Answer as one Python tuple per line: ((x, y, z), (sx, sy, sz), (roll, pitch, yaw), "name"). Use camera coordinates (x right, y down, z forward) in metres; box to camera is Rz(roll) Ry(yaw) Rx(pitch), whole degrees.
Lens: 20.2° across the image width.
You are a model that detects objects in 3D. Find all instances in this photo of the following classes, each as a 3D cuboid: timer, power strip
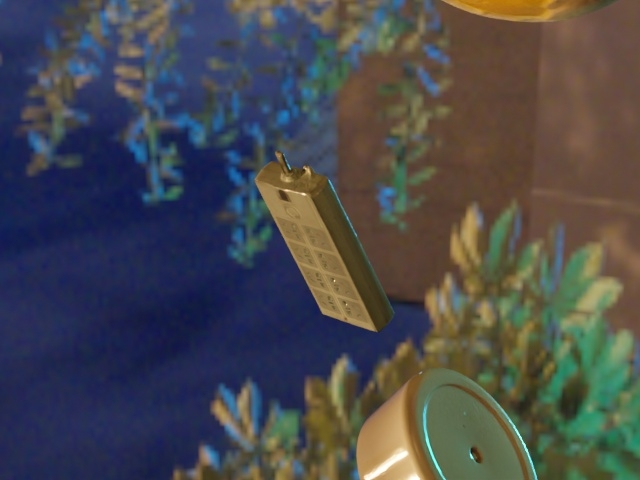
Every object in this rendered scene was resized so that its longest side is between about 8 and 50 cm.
((0.045, 0.250, 1.627), (0.266, 0.175, 0.175), (-36, -166, 32), "timer")
((0.000, 0.000, 1.031), (0.051, 0.136, 0.019), (20, -122, 41), "power strip")

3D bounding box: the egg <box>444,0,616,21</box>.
((0.175, -0.315, 1.451), (0.283, 0.283, 0.345), (16, -177, 25), "egg")
